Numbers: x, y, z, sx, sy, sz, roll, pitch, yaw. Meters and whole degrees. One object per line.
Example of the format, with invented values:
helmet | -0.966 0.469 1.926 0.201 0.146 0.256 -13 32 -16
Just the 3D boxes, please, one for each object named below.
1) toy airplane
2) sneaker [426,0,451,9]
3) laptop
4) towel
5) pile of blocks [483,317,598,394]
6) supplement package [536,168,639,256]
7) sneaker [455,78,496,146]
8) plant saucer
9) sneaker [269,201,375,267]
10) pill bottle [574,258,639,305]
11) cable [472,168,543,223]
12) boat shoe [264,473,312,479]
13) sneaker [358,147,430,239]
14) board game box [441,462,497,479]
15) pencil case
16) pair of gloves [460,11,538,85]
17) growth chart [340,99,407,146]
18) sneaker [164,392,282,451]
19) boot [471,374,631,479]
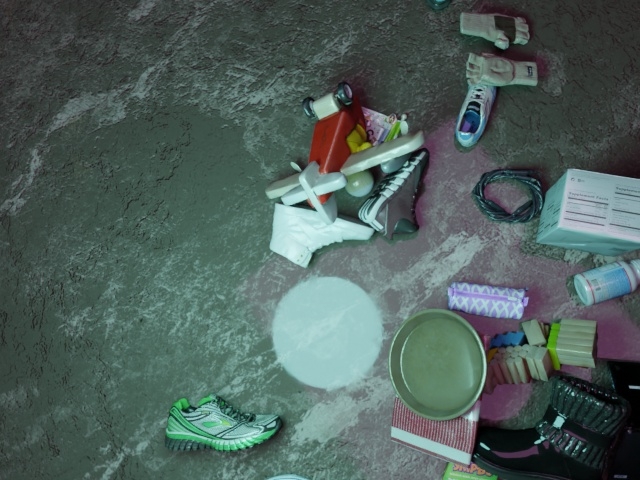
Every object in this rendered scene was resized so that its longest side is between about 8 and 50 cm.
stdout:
toy airplane | 0.055 -0.195 1.462 0.384 0.272 0.386 -47 40 0
sneaker | 0.328 -0.815 1.598 0.101 0.106 0.268 -18 78 9
laptop | 0.815 0.450 1.349 0.234 0.137 0.264 4 58 -5
towel | 0.307 0.386 1.421 0.237 0.037 0.329 6 83 41
pile of blocks | 0.538 0.304 1.420 0.362 0.149 0.113 -17 123 17
supplement package | 0.670 -0.061 1.348 0.203 0.262 0.145 11 85 12
sneaker | 0.437 -0.380 1.528 0.085 0.086 0.237 15 84 14
plant saucer | 0.298 0.313 1.396 0.277 0.041 0.278 -10 74 38
sneaker | 0.000 0.000 1.563 0.292 0.108 0.169 12 99 9
pill bottle | 0.744 0.104 1.401 0.160 0.087 0.087 -19 79 8
cable | 0.511 -0.122 1.504 0.184 0.047 0.151 2 90 13
boat shoe | -0.040 0.696 1.468 0.302 0.094 0.109 -1 82 11
sneaker | 0.242 -0.116 1.537 0.162 0.106 0.281 46 76 -15
board game box | 0.374 0.655 1.426 0.124 0.039 0.260 21 90 12
pencil case | 0.441 0.158 1.453 0.206 0.088 0.086 4 81 12
pair of gloves | 0.493 -0.533 1.531 0.204 0.042 0.240 -2 73 -8
growth chart | 0.116 -0.321 1.615 0.237 0.021 0.172 19 87 13
sneaker | -0.274 0.502 1.520 0.343 0.134 0.146 -3 81 11
boot | 0.536 0.447 1.329 0.347 0.131 0.260 10 107 13
